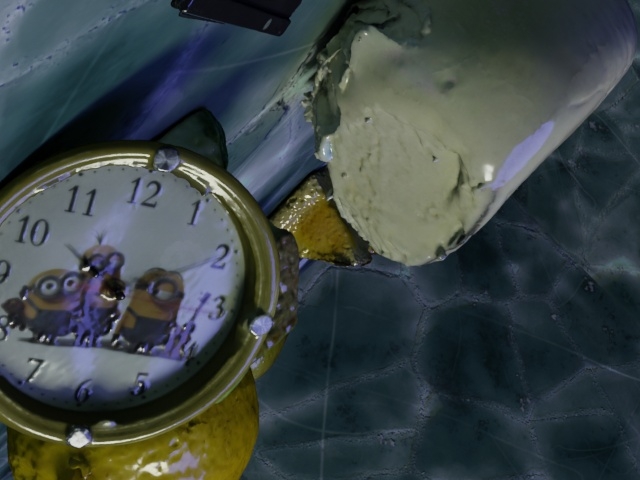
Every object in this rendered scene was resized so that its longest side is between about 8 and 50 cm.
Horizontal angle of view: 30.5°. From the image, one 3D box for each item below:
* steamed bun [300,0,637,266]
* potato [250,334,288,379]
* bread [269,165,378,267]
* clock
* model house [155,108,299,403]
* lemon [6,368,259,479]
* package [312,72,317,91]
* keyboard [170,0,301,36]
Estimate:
[{"bbox_3d":[0.137,-0.156,1.152,0.312,0.233,0.334,-43,176,-39],"label":"steamed bun"},{"bbox_3d":[-0.113,0.094,1.596,0.248,0.143,0.169,-98,-175,-60],"label":"potato"},{"bbox_3d":[0.000,0.000,1.831,0.169,0.160,0.140,-45,175,19],"label":"bread"},{"bbox_3d":[-0.144,0.034,0.817,0.237,0.237,0.057,-44,-148,1],"label":"clock"},{"bbox_3d":[-0.116,0.037,0.997,0.195,0.189,0.214,-38,172,-36],"label":"model house"},{"bbox_3d":[-0.204,0.203,1.321,0.268,0.268,0.322,-45,173,21],"label":"lemon"},{"bbox_3d":[0.012,-0.169,1.220,0.083,0.029,0.059,-56,175,9],"label":"package"},{"bbox_3d":[-0.042,-0.172,0.764,0.072,0.023,0.231,-52,174,12],"label":"keyboard"}]
